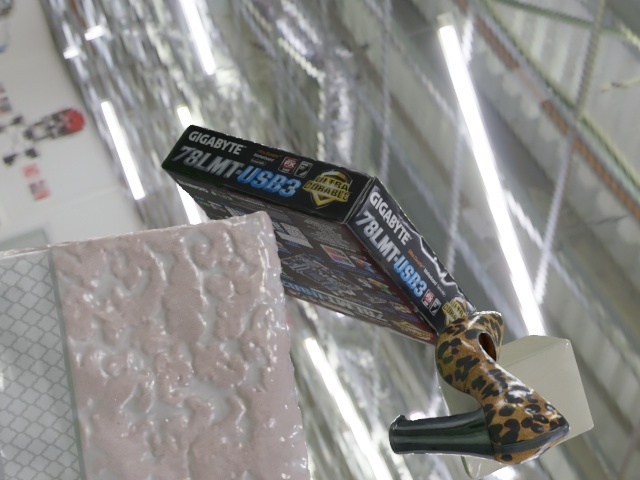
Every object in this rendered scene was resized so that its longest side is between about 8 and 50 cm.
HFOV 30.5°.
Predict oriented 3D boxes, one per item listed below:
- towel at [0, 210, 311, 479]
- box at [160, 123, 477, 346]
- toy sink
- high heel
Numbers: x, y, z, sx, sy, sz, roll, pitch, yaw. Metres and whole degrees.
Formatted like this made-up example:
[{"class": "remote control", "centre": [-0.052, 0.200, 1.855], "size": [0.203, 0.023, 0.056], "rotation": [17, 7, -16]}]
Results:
[{"class": "towel", "centre": [-0.178, 0.155, 1.130], "size": [0.053, 0.317, 0.332], "rotation": [169, -86, -82]}, {"class": "box", "centre": [0.000, 0.000, 1.367], "size": [0.295, 0.073, 0.293], "rotation": [18, -20, 40]}, {"class": "toy sink", "centre": [0.289, 0.261, 1.871], "size": [0.131, 0.234, 0.152], "rotation": [2, -69, 69]}, {"class": "high heel", "centre": [0.205, 0.147, 1.242], "size": [0.186, 0.261, 0.093], "rotation": [-6, -65, 33]}]
